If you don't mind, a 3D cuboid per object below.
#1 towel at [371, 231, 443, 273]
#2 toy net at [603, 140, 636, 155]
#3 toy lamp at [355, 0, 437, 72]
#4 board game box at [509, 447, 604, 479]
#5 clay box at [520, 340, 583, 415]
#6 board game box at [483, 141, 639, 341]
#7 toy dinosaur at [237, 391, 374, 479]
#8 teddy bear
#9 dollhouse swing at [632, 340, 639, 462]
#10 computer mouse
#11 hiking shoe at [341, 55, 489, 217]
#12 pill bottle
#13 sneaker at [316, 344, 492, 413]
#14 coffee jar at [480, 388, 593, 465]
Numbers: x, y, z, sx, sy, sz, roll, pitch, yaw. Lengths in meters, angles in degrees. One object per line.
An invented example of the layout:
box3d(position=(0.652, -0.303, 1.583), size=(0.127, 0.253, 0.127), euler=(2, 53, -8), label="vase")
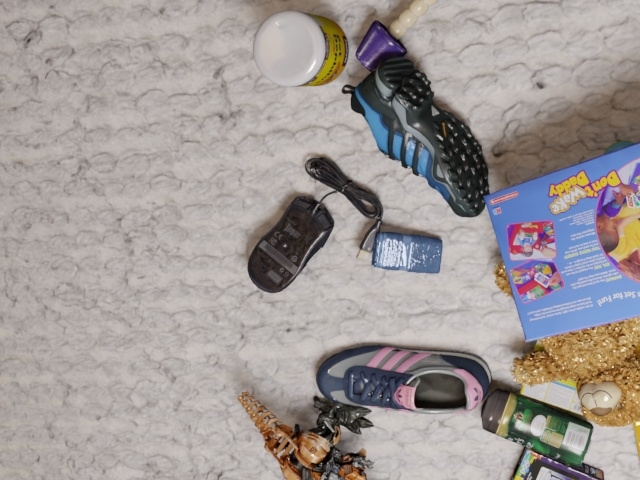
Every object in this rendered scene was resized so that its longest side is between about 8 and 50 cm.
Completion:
box3d(position=(0.151, 0.021, 1.549), size=(0.119, 0.029, 0.067), euler=(7, 102, -6), label="towel")
box3d(position=(0.485, -0.040, 1.453), size=(0.122, 0.045, 0.232), euler=(24, 108, 9), label="toy net")
box3d(position=(0.168, -0.386, 1.461), size=(0.274, 0.080, 0.080), euler=(-42, 87, 18), label="toy lamp")
box3d(position=(0.399, 0.456, 1.569), size=(0.141, 0.048, 0.170), euler=(22, 105, 9), label="board game box")
box3d(position=(0.430, 0.173, 1.502), size=(0.127, 0.053, 0.222), euler=(18, 104, 14), label="clay box")
box3d(position=(0.431, -0.006, 1.280), size=(0.347, 0.078, 0.233), euler=(-19, 83, 36), label="board game box")
box3d(position=(-0.002, 0.375, 1.580), size=(0.164, 0.218, 0.322), euler=(-32, 91, 20), label="toy dinosaur")
box3d(position=(0.407, 0.149, 1.419), size=(0.245, 0.113, 0.338), euler=(-12, 94, 22), label="teddy bear")
box3d(position=(0.637, 0.296, 1.335), size=(0.315, 0.305, 0.347), euler=(-10, 98, 18), label="dollhouse swing")
box3d(position=(0.000, 0.000, 1.595), size=(0.184, 0.060, 0.262), euler=(33, 96, 12), label="computer mouse")
box3d(position=(0.170, -0.164, 1.504), size=(0.132, 0.113, 0.304), euler=(-23, 104, 52), label="hiking shoe")
box3d(position=(-0.022, -0.310, 1.456), size=(0.117, 0.215, 0.117), euler=(3, 101, 16), label="pill bottle")
box3d(position=(0.133, 0.249, 1.562), size=(0.319, 0.131, 0.112), euler=(-5, 99, 17), label="sneaker")
box3d(position=(0.365, 0.316, 1.525), size=(0.184, 0.096, 0.079), euler=(20, 84, 13), label="coffee jar")
